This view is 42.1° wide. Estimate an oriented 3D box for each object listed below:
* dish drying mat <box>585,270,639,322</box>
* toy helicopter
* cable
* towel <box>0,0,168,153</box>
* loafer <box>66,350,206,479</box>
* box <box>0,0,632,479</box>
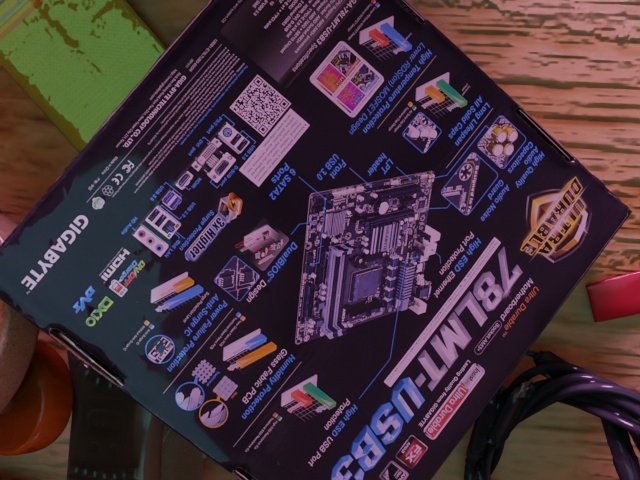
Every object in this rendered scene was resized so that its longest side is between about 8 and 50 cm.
[{"bbox_3d":[0.238,0.036,0.602,0.083,0.008,0.032,-16,100,10],"label":"dish drying mat"},{"bbox_3d":[-0.350,0.041,0.607,0.355,0.140,0.234,-5,84,24],"label":"toy helicopter"},{"bbox_3d":[0.174,0.176,0.597,0.151,0.047,0.184,19,107,28],"label":"cable"},{"bbox_3d":[-0.182,-0.146,0.606,0.102,0.021,0.237,-41,95,4],"label":"towel"},{"bbox_3d":[-0.130,0.104,0.627,0.102,0.092,0.268,7,87,26],"label":"loafer"},{"bbox_3d":[0.000,0.000,0.528,0.293,0.073,0.295,39,84,-11],"label":"box"}]
